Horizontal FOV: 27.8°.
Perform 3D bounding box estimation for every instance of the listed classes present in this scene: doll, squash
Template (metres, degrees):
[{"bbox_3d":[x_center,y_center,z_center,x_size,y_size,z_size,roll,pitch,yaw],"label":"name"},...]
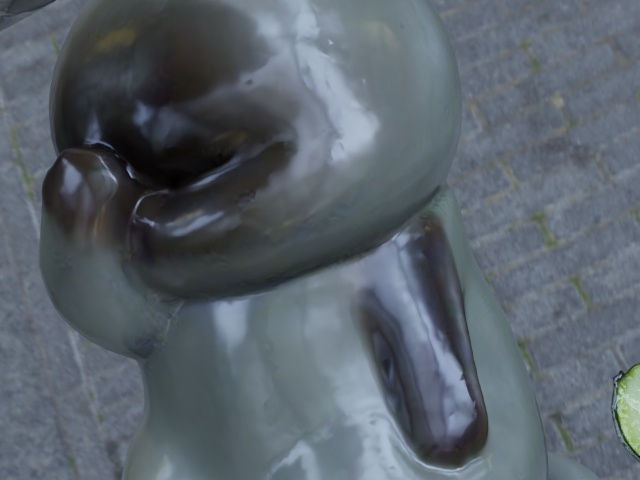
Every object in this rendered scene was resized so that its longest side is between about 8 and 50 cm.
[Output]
[{"bbox_3d":[-0.012,0.025,0.627,0.215,0.370,0.226,-6,21,46],"label":"doll"},{"bbox_3d":[0.375,0.196,1.271,0.137,0.287,0.137,-8,66,20],"label":"squash"}]

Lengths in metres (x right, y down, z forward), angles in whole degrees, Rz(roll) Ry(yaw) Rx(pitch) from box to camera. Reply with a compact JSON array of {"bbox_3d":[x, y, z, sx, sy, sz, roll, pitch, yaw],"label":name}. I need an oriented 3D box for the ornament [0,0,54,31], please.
[{"bbox_3d":[-0.184,-0.184,0.397,0.239,0.240,0.239,-16,94,46],"label":"ornament"}]
